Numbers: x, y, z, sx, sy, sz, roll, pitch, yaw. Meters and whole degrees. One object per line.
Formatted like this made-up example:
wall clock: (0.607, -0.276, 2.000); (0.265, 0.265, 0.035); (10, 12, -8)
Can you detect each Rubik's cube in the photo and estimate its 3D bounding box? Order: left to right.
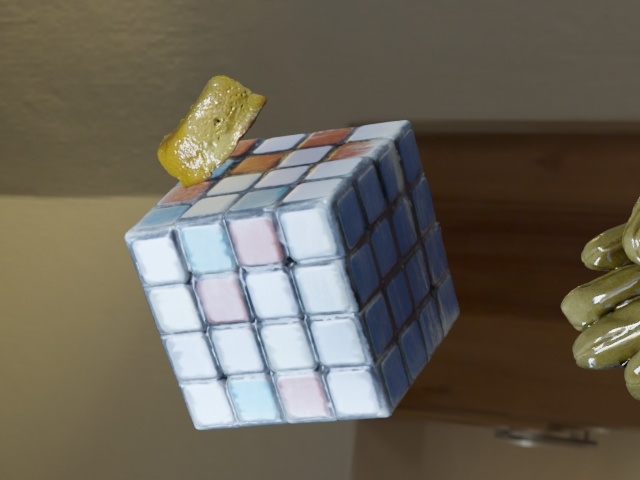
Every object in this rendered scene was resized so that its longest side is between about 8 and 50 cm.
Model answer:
Rubik's cube: (-0.022, 0.035, 1.634); (0.256, 0.253, 0.259); (-48, -55, -56)

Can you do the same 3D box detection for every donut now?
donut: (-0.077, -0.070, 0.969); (0.038, 0.083, 0.067); (35, -106, -16)

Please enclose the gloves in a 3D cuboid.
gloves: (0.265, -0.050, 0.958); (0.154, 0.141, 0.331); (136, 152, -81)
